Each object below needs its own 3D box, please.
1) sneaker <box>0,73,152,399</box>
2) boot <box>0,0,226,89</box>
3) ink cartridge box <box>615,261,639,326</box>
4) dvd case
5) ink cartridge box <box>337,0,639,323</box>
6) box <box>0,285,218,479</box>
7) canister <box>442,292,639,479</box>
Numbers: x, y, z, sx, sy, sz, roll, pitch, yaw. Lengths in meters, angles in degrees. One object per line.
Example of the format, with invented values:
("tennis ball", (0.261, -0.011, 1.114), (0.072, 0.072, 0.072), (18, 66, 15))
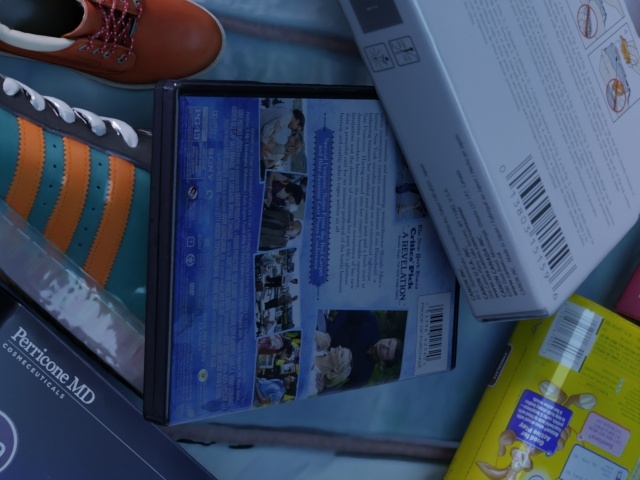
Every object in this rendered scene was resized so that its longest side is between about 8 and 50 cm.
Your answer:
("sneaker", (-0.144, -0.037, 0.852), (0.121, 0.108, 0.302), (-50, 122, -12))
("boot", (-0.118, -0.115, 0.862), (0.158, 0.084, 0.059), (4, 94, -24))
("ink cartridge box", (0.325, -0.018, 1.000), (0.100, 0.172, 0.237), (32, 85, -37))
("dvd case", (0.000, 0.000, 0.902), (0.253, 0.022, 0.180), (-5, 99, -48))
("ink cartridge box", (0.127, -0.127, 0.970), (0.239, 0.060, 0.275), (-41, 113, -42))
("box", (-0.146, 0.177, 0.884), (0.261, 0.103, 0.184), (45, 77, -21))
("canister", (0.155, 0.128, 1.014), (0.126, 0.073, 0.170), (28, 85, -23))
